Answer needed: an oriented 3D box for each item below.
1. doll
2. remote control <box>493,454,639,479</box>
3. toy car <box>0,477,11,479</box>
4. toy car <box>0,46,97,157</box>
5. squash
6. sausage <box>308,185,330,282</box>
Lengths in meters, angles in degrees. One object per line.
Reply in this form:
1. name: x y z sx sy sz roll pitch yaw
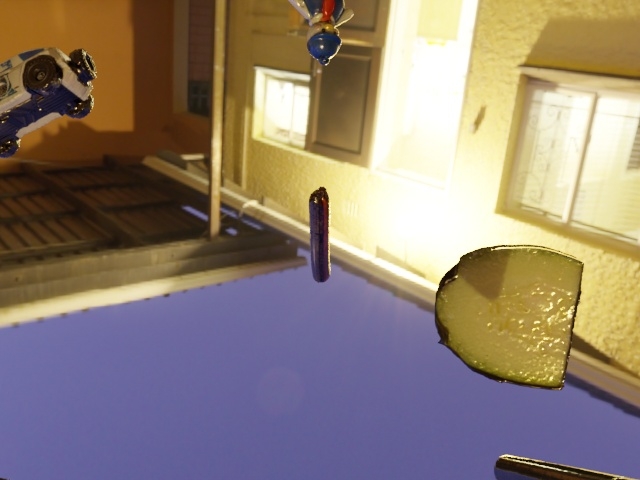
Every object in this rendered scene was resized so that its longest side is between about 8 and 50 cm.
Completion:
1. doll: 0.001 -0.296 0.805 0.099 0.142 0.058 7 162 -28
2. remote control: 0.219 0.184 0.352 0.044 0.107 0.377 -37 174 -16
3. toy car: -0.446 0.308 0.666 0.118 0.301 0.193 -8 -156 7
4. toy car: -0.334 -0.164 0.689 0.171 0.070 0.080 -27 163 5
5. squash: 0.256 0.093 0.843 0.184 0.191 0.085 10 -173 20
6. sausage: 0.000 0.000 0.715 0.025 0.198 0.028 4 -122 3
